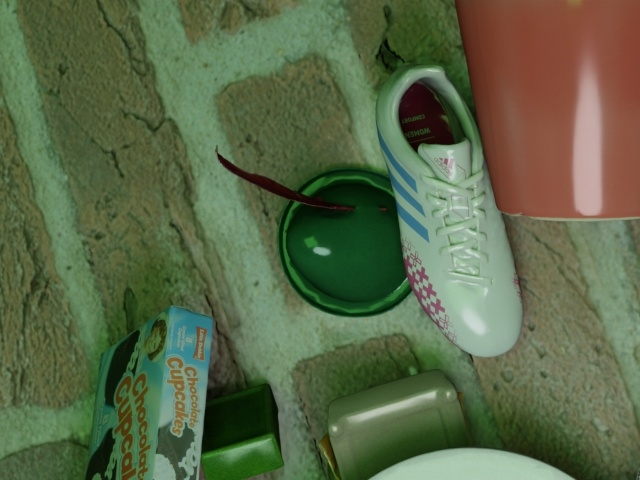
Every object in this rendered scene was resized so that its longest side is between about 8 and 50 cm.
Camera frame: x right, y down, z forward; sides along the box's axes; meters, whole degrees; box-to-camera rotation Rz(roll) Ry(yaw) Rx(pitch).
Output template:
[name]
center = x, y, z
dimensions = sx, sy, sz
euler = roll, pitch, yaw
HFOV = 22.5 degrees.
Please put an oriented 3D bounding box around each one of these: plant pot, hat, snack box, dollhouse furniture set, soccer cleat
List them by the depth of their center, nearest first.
[plant pot]
center = 0.275, -0.152, 1.657
dimensions = 0.274, 0.275, 0.243
euler = 1, 100, 17
[soccer cleat]
center = 0.137, -0.034, 1.731
dimensions = 0.116, 0.143, 0.331
euler = -18, 84, -10
[hat]
center = 0.000, 0.000, 1.762
dimensions = 0.208, 0.183, 0.173
euler = 9, 93, 16
[snack box]
center = -0.198, 0.251, 1.771
dimensions = 0.187, 0.060, 0.322
euler = -33, 46, 50
[dollhouse furniture set]
center = 0.025, 0.258, 1.819
dimensions = 0.301, 0.151, 0.198
euler = -16, 106, -1

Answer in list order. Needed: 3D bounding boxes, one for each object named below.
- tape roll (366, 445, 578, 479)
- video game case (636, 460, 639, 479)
[tape roll]
center = 0.159, 0.409, 1.680
dimensions = 0.392, 0.072, 0.392
euler = -1, 84, 8
[video game case]
center = 0.419, 0.272, 1.653
dimensions = 0.201, 0.023, 0.183
euler = 18, 72, -7
